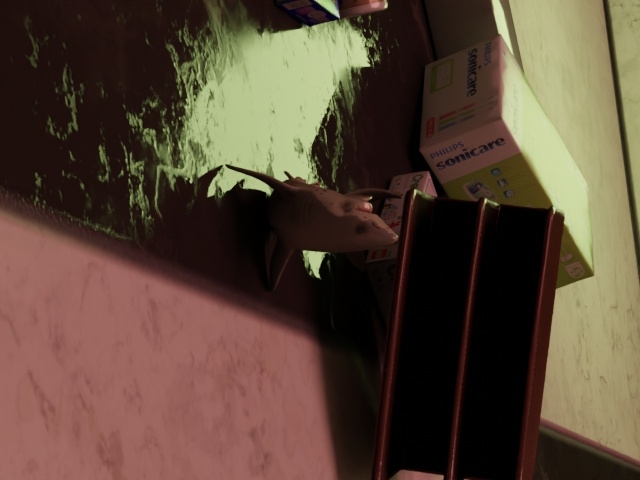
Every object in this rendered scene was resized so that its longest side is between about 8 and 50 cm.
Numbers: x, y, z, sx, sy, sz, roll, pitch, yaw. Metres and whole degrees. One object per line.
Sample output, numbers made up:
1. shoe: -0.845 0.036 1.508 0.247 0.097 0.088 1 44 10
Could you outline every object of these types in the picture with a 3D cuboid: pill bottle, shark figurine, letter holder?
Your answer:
1. pill bottle: 0.032 -0.310 1.799 0.067 0.067 0.120 -28 107 -70
2. shark figurine: -0.016 -0.006 1.527 0.278 0.166 0.116 -63 169 -86
3. letter holder: 0.152 0.106 1.657 0.214 0.152 0.301 8 89 -78

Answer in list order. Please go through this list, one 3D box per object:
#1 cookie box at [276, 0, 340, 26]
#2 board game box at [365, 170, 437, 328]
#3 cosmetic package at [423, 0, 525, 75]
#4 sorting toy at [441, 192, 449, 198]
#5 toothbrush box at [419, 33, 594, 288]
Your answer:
1. cookie box: -0.018 -0.289 1.691 0.092 0.040 0.107 20 61 -67
2. board game box: 0.134 0.096 1.909 0.193 0.053 0.305 -70 145 -55
3. cosmetic package: 0.216 -0.282 2.252 0.127 0.107 0.238 -37 112 -68
4. sorting toy: 0.216 0.031 2.176 0.348 0.047 0.196 4 77 -70
5. toothbrush box: 0.249 -0.094 2.130 0.283 0.122 0.206 56 25 -31
